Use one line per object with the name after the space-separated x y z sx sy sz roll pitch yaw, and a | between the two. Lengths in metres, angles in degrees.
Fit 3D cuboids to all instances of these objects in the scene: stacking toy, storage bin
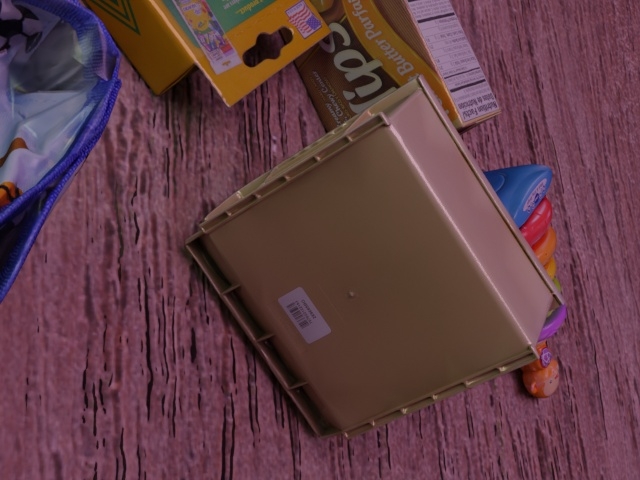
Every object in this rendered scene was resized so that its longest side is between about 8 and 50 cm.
0.232 0.070 1.144 0.175 0.166 0.302 -44 118 -43 | stacking toy
0.048 0.029 0.911 0.262 0.260 0.123 56 29 -8 | storage bin

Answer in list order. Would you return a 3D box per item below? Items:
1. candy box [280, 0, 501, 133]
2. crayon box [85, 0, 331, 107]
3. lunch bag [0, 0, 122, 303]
0.053 -0.243 1.072 0.087 0.183 0.316 -25 90 -43 | candy box
-0.156 -0.296 0.984 0.323 0.083 0.203 53 47 -9 | crayon box
-0.336 -0.012 0.540 0.385 0.328 0.239 -31 99 -45 | lunch bag
